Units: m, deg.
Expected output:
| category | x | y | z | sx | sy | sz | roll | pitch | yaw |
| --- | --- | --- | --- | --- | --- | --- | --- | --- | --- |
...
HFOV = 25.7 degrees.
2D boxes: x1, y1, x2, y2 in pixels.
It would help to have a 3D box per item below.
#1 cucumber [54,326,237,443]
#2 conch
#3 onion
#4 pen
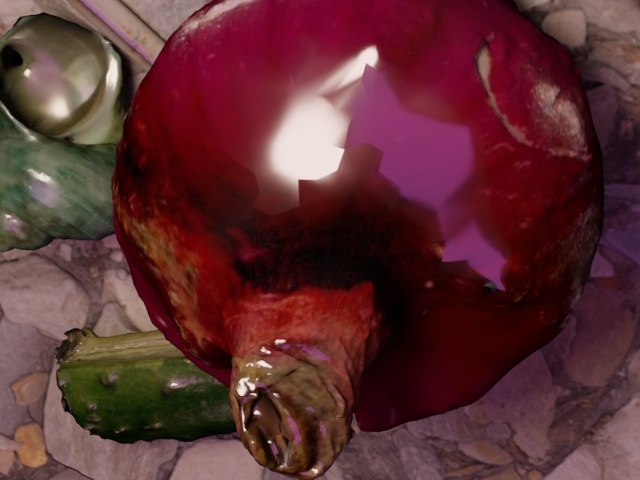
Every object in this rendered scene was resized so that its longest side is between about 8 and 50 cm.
| category | x | y | z | sx | sy | sz | roll | pitch | yaw |
| --- | --- | --- | --- | --- | --- | --- | --- | --- | --- |
| cucumber | -0.085 | 0.133 | 1.339 | 0.325 | 0.105 | 0.145 | -11 | 118 | 18 |
| conch | -0.227 | -0.078 | 1.197 | 0.122 | 0.188 | 0.176 | -18 | 136 | 32 |
| onion | 0.000 | 0.000 | 1.040 | 0.398 | 0.420 | 0.398 | 12 | 123 | 18 |
| pen | -0.177 | -0.196 | 1.195 | 0.233 | 0.032 | 0.040 | 41 | 99 | -14 |
